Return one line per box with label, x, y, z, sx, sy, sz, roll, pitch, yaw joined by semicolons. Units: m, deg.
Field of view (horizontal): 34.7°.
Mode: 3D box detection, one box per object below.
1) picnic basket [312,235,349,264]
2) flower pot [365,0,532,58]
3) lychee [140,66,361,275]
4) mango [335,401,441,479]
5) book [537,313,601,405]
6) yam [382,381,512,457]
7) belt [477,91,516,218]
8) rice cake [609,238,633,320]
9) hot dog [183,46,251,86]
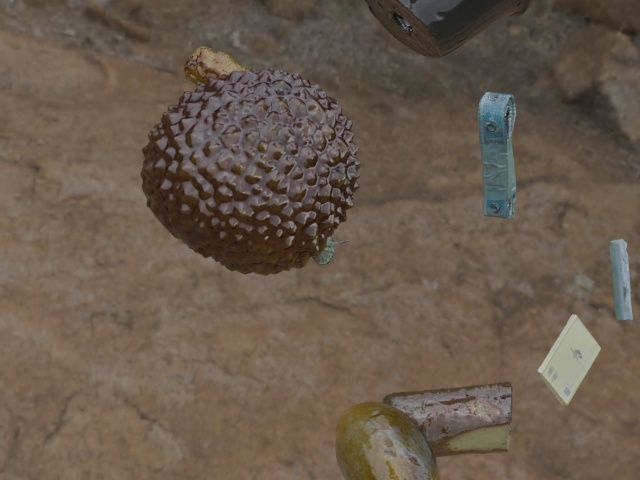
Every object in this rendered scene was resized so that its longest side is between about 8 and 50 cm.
picnic basket;0.000;0.000;1.799;0.083;0.083;0.065;-21;24;-36
flower pot;0.175;-0.392;1.584;0.269;0.269;0.166;41;88;22
lychee;-0.080;-0.093;1.267;0.267;0.267;0.267;11;42;-10
mango;0.116;0.371;1.625;0.193;0.146;0.316;48;6;-27
book;0.362;0.174;1.491;0.077;0.014;0.111;50;64;-25
yam;0.231;0.323;1.841;0.238;0.129;0.128;-4;0;4
belt;0.386;-0.178;2.216;0.072;0.302;0.087;7;36;22
rice cake;0.663;0.087;2.252;0.030;0.042;0.180;-4;88;-30
hot dog;-0.109;-0.246;1.800;0.289;0.068;0.083;32;69;1
